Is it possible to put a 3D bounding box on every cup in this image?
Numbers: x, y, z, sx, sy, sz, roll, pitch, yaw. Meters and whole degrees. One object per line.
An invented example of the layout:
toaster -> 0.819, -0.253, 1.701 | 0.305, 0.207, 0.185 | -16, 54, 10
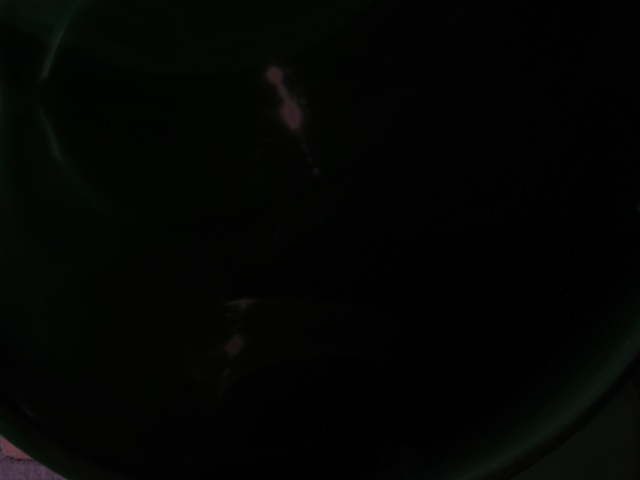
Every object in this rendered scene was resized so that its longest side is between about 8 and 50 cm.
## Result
cup -> -0.025, -0.003, 0.656 | 0.392, 0.310, 0.401 | 143, 129, -84
